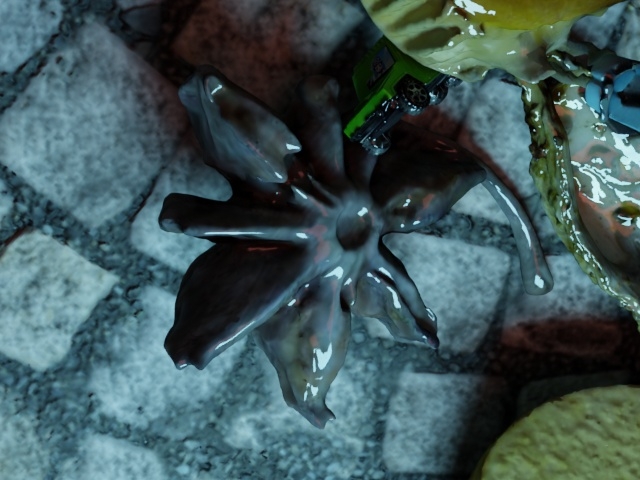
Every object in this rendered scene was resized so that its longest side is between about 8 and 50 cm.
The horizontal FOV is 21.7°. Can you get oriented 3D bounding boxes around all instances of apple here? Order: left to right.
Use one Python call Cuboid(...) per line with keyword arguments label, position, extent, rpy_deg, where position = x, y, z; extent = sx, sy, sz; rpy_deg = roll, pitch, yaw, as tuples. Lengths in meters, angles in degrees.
Cuboid(label="apple", position=(0.249, 0.279, 1.378), extent=(0.309, 0.252, 0.314), rpy_deg=(21, 108, 0))

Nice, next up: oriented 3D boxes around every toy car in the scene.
Cuboid(label="toy car", position=(0.072, -0.131, 1.244), extent=(0.062, 0.165, 0.071), rpy_deg=(45, 138, 2))

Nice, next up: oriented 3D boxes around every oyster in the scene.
Cuboid(label="oyster", position=(0.245, -0.034, 1.362), extent=(0.128, 0.078, 0.345), rpy_deg=(-44, 111, -16))

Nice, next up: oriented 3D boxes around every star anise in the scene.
Cuboid(label="star anise", position=(0.000, 0.000, 1.285), extent=(0.316, 0.139, 0.359), rpy_deg=(-43, 117, -16))

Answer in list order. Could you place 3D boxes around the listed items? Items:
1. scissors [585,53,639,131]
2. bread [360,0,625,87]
Cuboid(label="scissors", position=(0.292, -0.081, 1.257), extent=(0.393, 0.032, 0.180), rpy_deg=(10, 104, -53))
Cuboid(label="bread", position=(0.173, -0.293, 1.150), extent=(0.236, 0.183, 0.388), rpy_deg=(36, 81, -11))
